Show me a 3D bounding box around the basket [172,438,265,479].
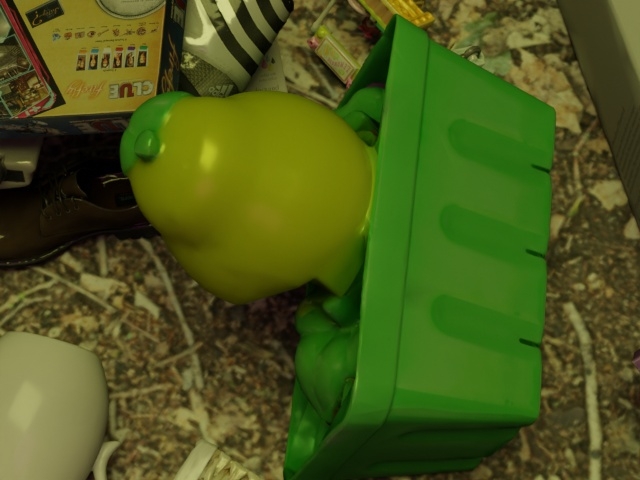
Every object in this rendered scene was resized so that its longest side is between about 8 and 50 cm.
[{"bbox_3d":[-0.095,0.266,1.236,0.103,0.113,0.167,28,68,9],"label":"basket"}]

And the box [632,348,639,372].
[{"bbox_3d":[0.433,0.103,1.238,0.293,0.057,0.201,-34,87,13],"label":"box"}]

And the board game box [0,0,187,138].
[{"bbox_3d":[-0.234,-0.170,1.278,0.243,0.042,0.165,-1,73,18],"label":"board game box"}]

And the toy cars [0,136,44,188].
[{"bbox_3d":[-0.419,-0.033,1.328,0.394,0.087,0.176,-29,58,-20],"label":"toy cars"}]

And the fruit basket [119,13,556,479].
[{"bbox_3d":[0.000,0.000,1.262,0.392,0.283,0.392,6,66,-13],"label":"fruit basket"}]

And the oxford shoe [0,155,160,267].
[{"bbox_3d":[-0.240,-0.037,1.390,0.227,0.096,0.082,-15,67,-5],"label":"oxford shoe"}]

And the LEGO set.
[{"bbox_3d":[0.040,-0.249,1.504,0.132,0.107,0.287,-1,53,-39],"label":"LEGO set"}]

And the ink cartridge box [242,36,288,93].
[{"bbox_3d":[-0.099,-0.186,1.472,0.115,0.067,0.198,-10,65,-3],"label":"ink cartridge box"}]

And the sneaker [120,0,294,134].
[{"bbox_3d":[-0.198,-0.277,1.427,0.447,0.169,0.257,38,81,27],"label":"sneaker"}]

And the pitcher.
[{"bbox_3d":[-0.228,0.194,1.278,0.178,0.125,0.207,17,75,-14],"label":"pitcher"}]

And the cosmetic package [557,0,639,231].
[{"bbox_3d":[0.375,-0.143,1.400,0.217,0.156,0.385,-11,64,-4],"label":"cosmetic package"}]
